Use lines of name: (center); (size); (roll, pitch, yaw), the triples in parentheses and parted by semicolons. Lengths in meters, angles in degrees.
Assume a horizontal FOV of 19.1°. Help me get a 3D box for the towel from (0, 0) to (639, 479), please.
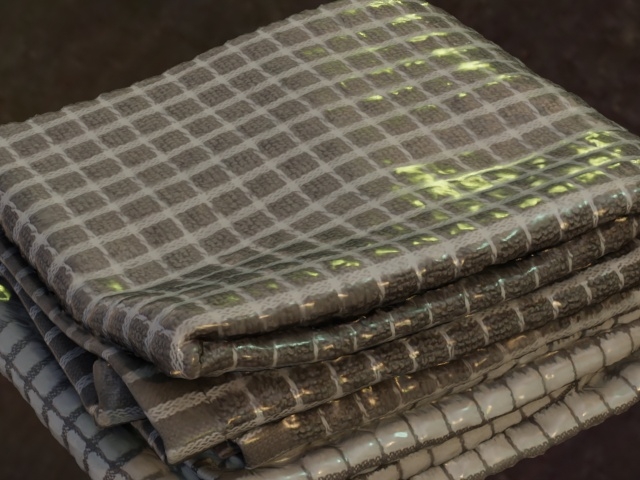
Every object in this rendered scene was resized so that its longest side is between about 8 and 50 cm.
towel: (0.000, 0.000, 0.833); (0.283, 0.121, 0.235); (-20, 39, -26)
